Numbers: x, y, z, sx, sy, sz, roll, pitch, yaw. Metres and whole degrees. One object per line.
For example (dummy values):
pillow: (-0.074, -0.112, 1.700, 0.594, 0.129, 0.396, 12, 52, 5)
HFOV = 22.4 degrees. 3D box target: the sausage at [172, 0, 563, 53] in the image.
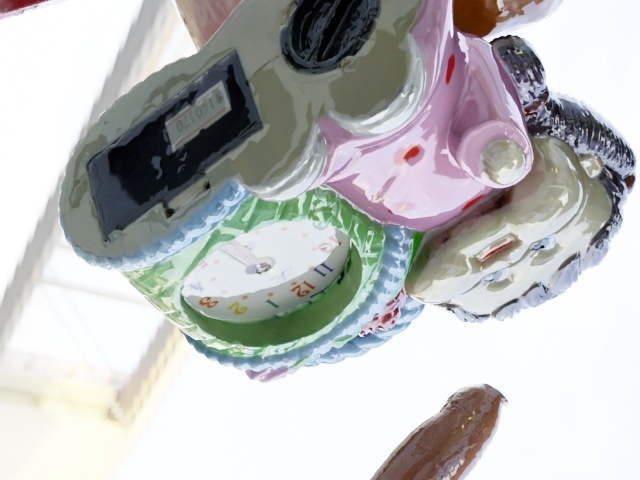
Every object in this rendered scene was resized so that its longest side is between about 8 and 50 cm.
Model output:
sausage: (0.018, -0.145, 0.781, 0.141, 0.153, 0.268, 64, -23, -8)

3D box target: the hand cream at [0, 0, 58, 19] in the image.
hand cream: (-0.243, -0.217, 1.158, 0.193, 0.193, 0.125, 2, -68, 65)

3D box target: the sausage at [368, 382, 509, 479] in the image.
sausage: (0.037, 0.143, 0.829, 0.040, 0.047, 0.177, 23, -112, 44)

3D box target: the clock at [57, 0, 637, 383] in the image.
clock: (0.019, -0.017, 0.664, 0.194, 0.195, 0.100, -34, -129, 21)
